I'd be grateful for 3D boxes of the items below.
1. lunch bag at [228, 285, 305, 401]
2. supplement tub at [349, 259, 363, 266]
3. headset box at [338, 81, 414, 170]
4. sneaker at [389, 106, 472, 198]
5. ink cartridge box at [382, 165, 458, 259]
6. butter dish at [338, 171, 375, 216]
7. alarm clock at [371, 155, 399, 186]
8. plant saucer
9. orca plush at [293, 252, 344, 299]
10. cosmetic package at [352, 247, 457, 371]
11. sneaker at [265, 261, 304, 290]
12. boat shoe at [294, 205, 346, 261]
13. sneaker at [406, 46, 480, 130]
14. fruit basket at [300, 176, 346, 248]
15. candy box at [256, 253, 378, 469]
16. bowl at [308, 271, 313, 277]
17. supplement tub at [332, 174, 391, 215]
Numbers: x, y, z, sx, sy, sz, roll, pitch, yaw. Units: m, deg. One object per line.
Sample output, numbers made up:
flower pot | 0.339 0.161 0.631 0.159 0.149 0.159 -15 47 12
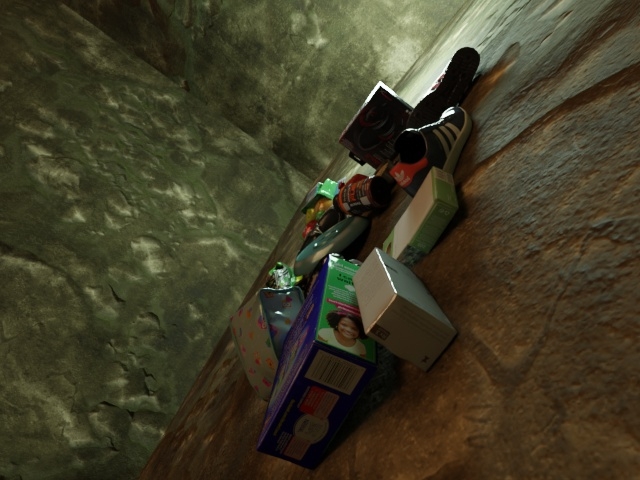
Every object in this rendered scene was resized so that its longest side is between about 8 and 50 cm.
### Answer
lunch bag | -0.121 0.284 1.142 0.223 0.160 0.263 -44 57 44
supplement tub | 0.069 0.105 1.122 0.107 0.071 0.071 -46 14 46
headset box | 0.225 -0.424 1.654 0.293 0.218 0.110 -50 11 26
sneaker | 0.274 -0.253 1.075 0.131 0.148 0.350 -43 16 52
ink cartridge box | 0.210 -0.027 0.930 0.171 0.056 0.235 -71 5 -57
butter dish | 0.122 -0.187 1.617 0.160 0.118 0.160 -62 -1 -31
alarm clock | 0.226 -0.224 1.450 0.192 0.064 0.129 -54 9 29
plant saucer | 0.027 0.007 1.435 0.317 0.044 0.317 -37 8 6
orca plush | -0.032 0.160 1.241 0.151 0.102 0.288 -9 -60 -78
cosmetic package | 0.129 0.103 0.714 0.086 0.117 0.231 -55 11 11
sneaker | -0.169 0.207 1.710 0.134 0.146 0.344 -52 11 20
boat shoe | 0.000 0.000 1.634 0.303 0.114 0.091 -64 -17 18
sneaker | 0.388 -0.446 1.352 0.319 0.112 0.131 -52 -7 6
fruit basket | -0.017 -0.089 1.899 0.353 0.165 0.327 -64 13 -25
candy box | 0.002 0.216 0.832 0.317 0.122 0.268 -80 14 -65
bowl | 0.010 0.111 1.430 0.142 0.053 0.142 -51 10 28
supplement tub | 0.128 -0.141 1.397 0.197 0.106 0.106 -14 40 50
